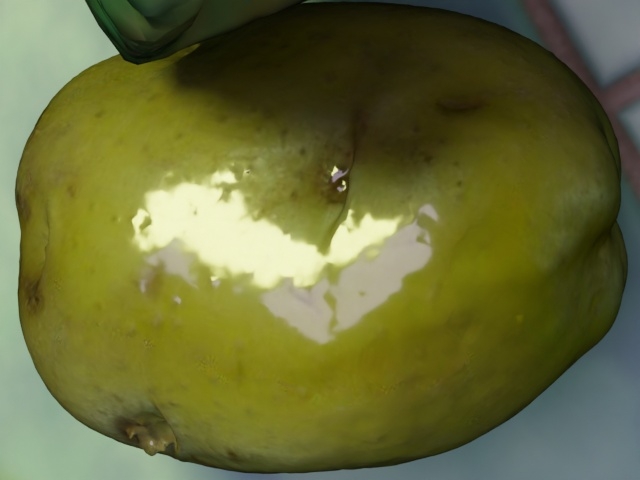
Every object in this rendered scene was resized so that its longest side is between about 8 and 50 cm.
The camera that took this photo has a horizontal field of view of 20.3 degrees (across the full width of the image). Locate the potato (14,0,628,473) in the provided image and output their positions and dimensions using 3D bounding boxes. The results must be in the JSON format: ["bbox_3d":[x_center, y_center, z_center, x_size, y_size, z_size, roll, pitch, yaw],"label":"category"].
[{"bbox_3d":[-0.001,-0.002,0.582,0.200,0.137,0.155,0,89,16],"label":"potato"}]

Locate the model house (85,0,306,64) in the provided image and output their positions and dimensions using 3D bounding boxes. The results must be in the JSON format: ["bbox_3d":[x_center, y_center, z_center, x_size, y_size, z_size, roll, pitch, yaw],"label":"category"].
[{"bbox_3d":[-0.053,-0.302,0.505,0.400,0.395,0.445,-31,94,23],"label":"model house"}]
